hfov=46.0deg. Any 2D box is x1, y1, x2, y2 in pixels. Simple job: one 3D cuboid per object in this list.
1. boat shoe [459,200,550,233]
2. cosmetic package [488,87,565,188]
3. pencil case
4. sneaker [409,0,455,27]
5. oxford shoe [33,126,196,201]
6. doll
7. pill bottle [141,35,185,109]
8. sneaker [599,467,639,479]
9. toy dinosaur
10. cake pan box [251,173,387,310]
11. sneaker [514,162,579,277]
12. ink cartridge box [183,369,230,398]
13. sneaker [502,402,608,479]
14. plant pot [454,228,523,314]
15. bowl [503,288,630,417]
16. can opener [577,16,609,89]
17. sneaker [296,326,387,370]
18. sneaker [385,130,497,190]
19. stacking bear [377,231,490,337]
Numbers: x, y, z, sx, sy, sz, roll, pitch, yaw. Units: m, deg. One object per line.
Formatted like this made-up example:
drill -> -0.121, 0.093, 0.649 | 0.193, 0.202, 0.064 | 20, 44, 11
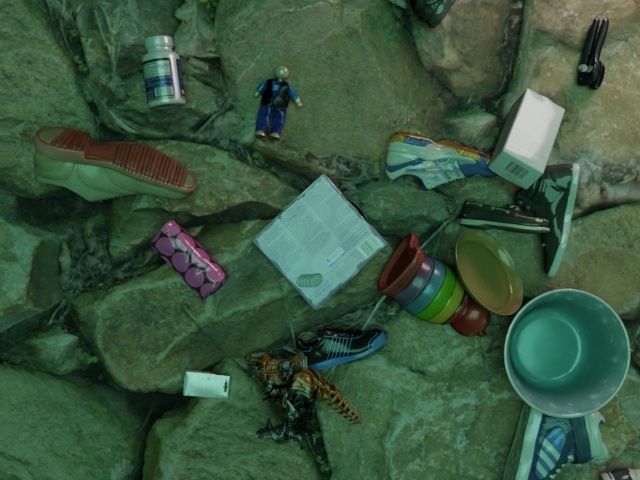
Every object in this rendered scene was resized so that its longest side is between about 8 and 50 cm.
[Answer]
boat shoe -> 0.461, -0.059, 1.884 | 0.228, 0.081, 0.068 | 7, 82, 28
cosmetic package -> 0.511, -0.253, 1.865 | 0.117, 0.085, 0.231 | 30, 58, -2
pencil case -> -0.333, 0.051, 1.890 | 0.098, 0.095, 0.209 | -42, 91, 20
sneaker -> 0.302, -0.664, 1.890 | 0.130, 0.087, 0.227 | 34, 96, -9
oxford shoe -> -0.510, -0.163, 1.874 | 0.397, 0.140, 0.146 | 17, 122, -7
doll -> -0.110, -0.350, 1.904 | 0.129, 0.046, 0.189 | 10, 85, 7
pill bottle -> -0.391, -0.415, 1.867 | 0.094, 0.094, 0.169 | -7, 92, -2
sneaker -> 0.829, 0.745, 1.938 | 0.128, 0.126, 0.321 | -16, 91, 4
toy dinosaur -> -0.059, 0.383, 1.848 | 0.164, 0.322, 0.218 | 14, 94, -42
cake pan box -> 0.000, 0.000, 1.911 | 0.267, 0.070, 0.246 | -44, 95, 0
sneaker -> 0.564, -0.058, 1.924 | 0.147, 0.104, 0.295 | 9, 102, 14
ink cartridge box -> -0.290, 0.368, 1.929 | 0.115, 0.029, 0.062 | 6, 91, -4
sneaker -> 0.613, 0.563, 1.920 | 0.236, 0.130, 0.322 | 15, 86, 2
plant pot -> 0.414, 0.082, 1.881 | 0.236, 0.236, 0.032 | 50, 133, -3
bowl -> 0.592, 0.274, 1.889 | 0.312, 0.163, 0.311 | 0, 88, -2
can opener -> 0.700, -0.484, 1.935 | 0.059, 0.073, 0.186 | 7, 88, 36
sneaker -> 0.051, 0.258, 1.913 | 0.232, 0.081, 0.090 | -20, 100, 0
sneaker -> 0.308, -0.187, 1.912 | 0.297, 0.112, 0.131 | 12, 109, -1
stacking bear -> 0.303, 0.138, 1.887 | 0.289, 0.175, 0.164 | 33, 107, -12
